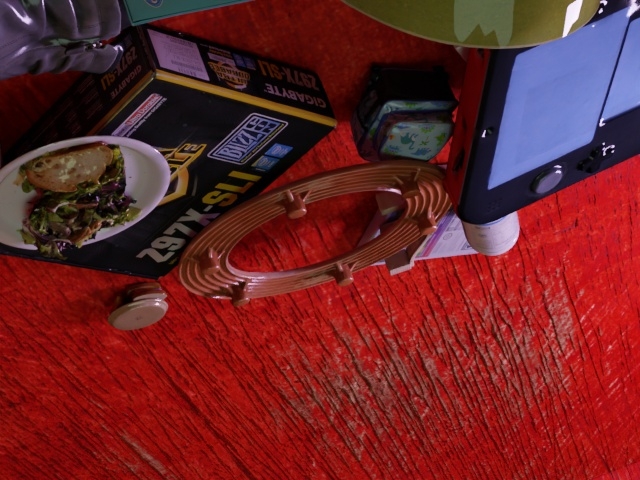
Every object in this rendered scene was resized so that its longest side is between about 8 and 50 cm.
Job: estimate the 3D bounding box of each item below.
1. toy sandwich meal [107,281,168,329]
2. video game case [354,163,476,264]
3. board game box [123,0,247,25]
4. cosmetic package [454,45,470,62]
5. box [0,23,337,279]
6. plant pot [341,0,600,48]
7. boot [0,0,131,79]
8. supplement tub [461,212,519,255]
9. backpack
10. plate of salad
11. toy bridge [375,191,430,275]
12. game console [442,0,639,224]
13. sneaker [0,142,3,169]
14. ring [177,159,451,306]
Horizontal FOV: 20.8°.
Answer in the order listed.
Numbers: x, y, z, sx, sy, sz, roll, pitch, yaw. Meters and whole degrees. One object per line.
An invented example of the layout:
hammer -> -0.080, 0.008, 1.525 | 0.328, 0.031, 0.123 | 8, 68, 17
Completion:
toy sandwich meal -> -0.228, 0.082, 2.164 | 0.085, 0.029, 0.085 | -15, 157, -7
video game case -> 0.152, -0.035, 2.198 | 0.183, 0.023, 0.201 | -6, 150, -23
board game box -> -0.017, -0.317, 1.288 | 0.336, 0.079, 0.253 | -9, 116, 17
cosmetic package -> 0.218, -0.203, 1.897 | 0.099, 0.060, 0.239 | -27, 151, 13
box -> -0.180, -0.084, 1.845 | 0.257, 0.079, 0.322 | 10, 140, -46
plant pot -> 0.135, -0.354, 1.410 | 0.275, 0.275, 0.293 | -7, 134, -22
boot -> -0.278, -0.221, 1.507 | 0.223, 0.118, 0.338 | -16, 168, -11
supplement tub -> 0.205, -0.033, 2.131 | 0.071, 0.071, 0.107 | -20, 154, 2
backpack -> 0.089, -0.129, 1.924 | 0.105, 0.084, 0.114 | -2, 151, -25
plate of salad -> -0.246, -0.038, 1.755 | 0.200, 0.048, 0.200 | -15, 151, -9
toy bridge -> 0.106, -0.014, 2.152 | 0.063, 0.026, 0.188 | -19, 153, -3
game console -> 0.300, -0.184, 1.867 | 0.342, 0.060, 0.386 | -20, 150, -17
sneaker -> -0.414, -0.044, 1.780 | 0.094, 0.081, 0.208 | 17, 129, -39
ring -> 0.000, 0.000, 2.009 | 0.337, 0.032, 0.336 | -16, 160, -6
